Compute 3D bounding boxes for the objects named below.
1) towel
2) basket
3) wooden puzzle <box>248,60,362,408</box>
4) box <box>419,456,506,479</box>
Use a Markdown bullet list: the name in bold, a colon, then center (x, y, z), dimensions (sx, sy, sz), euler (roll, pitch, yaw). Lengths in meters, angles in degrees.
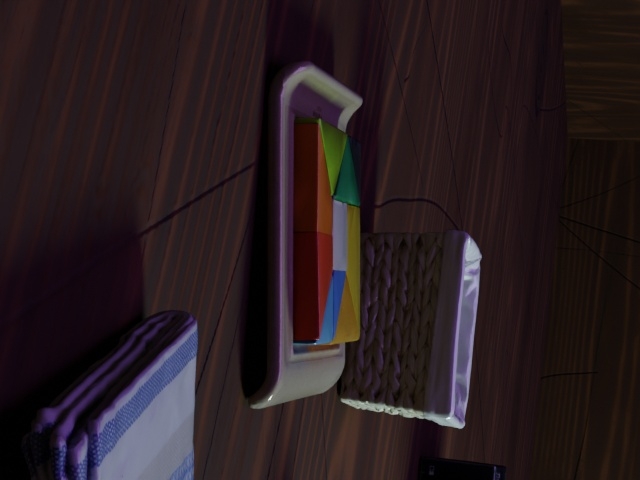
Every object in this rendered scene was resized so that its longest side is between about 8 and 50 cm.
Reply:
- **towel**: center (-0.103, 0.190, 0.808), dimensions (0.209, 0.034, 0.285), euler (-50, 145, -73)
- **basket**: center (0.081, 0.078, 1.441), dimensions (0.113, 0.103, 0.167), euler (42, 52, -74)
- **wooden puzzle**: center (0.000, 0.000, 1.183), dimensions (0.221, 0.044, 0.238), euler (10, 84, -78)
- **box**: center (0.169, 0.344, 1.963), dimensions (0.158, 0.093, 0.156), euler (36, 59, -77)
